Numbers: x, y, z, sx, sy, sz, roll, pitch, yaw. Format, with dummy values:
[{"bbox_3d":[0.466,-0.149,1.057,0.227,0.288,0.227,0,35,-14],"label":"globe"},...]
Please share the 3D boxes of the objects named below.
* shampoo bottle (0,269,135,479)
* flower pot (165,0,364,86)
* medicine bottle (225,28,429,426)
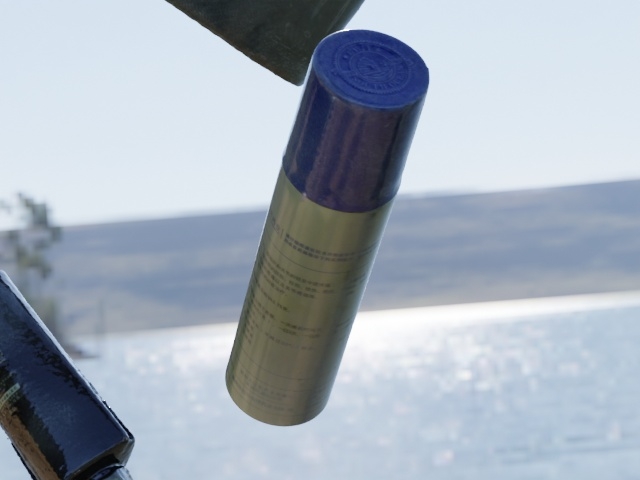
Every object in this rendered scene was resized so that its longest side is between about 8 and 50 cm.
[{"bbox_3d":[-0.158,0.111,1.152,0.063,0.207,0.057,-30,-22,-23],"label":"shampoo bottle"},{"bbox_3d":[-0.074,-0.209,1.360,0.229,0.108,0.103,33,8,-27],"label":"flower pot"},{"bbox_3d":[0.000,0.000,0.954,0.059,0.059,0.231,-4,-42,-20],"label":"medicine bottle"}]
